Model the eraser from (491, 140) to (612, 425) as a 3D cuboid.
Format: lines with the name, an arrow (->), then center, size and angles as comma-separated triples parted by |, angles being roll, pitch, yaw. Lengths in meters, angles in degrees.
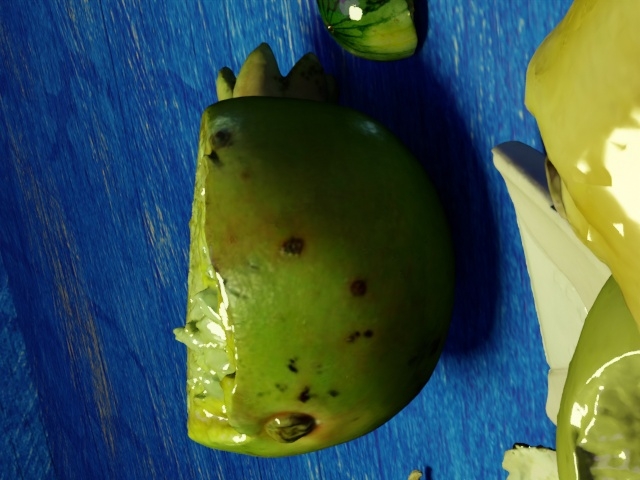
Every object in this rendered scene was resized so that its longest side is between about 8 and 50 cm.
eraser -> 0.192, 0.053, 1.107 | 0.243, 0.059, 0.204 | -146, 40, -65

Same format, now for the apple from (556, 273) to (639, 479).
apple -> 0.239, 0.090, 0.740 | 0.279, 0.279, 0.279 | 54, 155, 39

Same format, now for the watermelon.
watermelon -> 0.030, -0.179, 1.314 | 0.105, 0.062, 0.105 | 61, 168, 22

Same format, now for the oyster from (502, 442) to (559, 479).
oyster -> 0.182, 0.239, 1.259 | 0.163, 0.081, 0.191 | -31, 47, 50

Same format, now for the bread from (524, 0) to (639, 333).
bread -> 0.284, -0.060, 0.458 | 0.361, 0.250, 0.394 | 53, 146, 20

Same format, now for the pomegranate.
pomegranate -> 0.000, 0.000, 1.392 | 0.310, 0.216, 0.358 | 96, 178, -54

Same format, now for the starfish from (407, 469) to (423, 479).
starfish -> 0.128, 0.321, 1.579 | 0.240, 0.043, 0.227 | 69, 159, 12
